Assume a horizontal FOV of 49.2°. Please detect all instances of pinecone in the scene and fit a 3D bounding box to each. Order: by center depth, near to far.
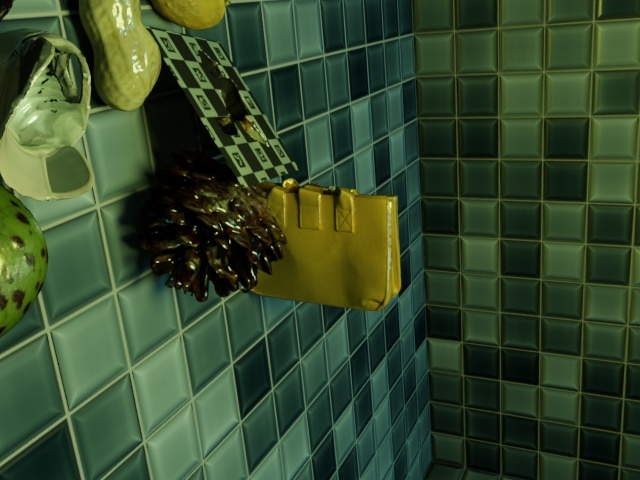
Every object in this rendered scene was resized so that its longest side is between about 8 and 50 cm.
[{"bbox_3d":[-0.215,-0.019,1.361,0.298,0.242,0.296,37,44,-11],"label":"pinecone"}]

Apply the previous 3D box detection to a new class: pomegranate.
[{"bbox_3d":[-0.455,-0.011,0.862,0.242,0.242,0.305,-26,136,-61],"label":"pomegranate"}]

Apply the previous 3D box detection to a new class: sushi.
[{"bbox_3d":[-0.206,-0.256,1.419,0.343,0.064,0.359,58,18,-2],"label":"sushi"}]

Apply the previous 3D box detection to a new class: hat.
[{"bbox_3d":[-0.414,-0.176,0.984,0.232,0.161,0.275,84,-4,-46],"label":"hat"}]

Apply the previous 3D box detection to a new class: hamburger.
[{"bbox_3d":[-0.249,-0.484,1.343,0.162,0.162,0.115,57,42,-51],"label":"hamburger"}]

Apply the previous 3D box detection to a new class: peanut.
[{"bbox_3d":[-0.343,-0.352,1.203,0.123,0.124,0.256,-38,128,-57],"label":"peanut"}]

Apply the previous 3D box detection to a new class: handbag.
[{"bbox_3d":[0.000,0.000,1.649,0.133,0.401,0.283,-34,125,-53],"label":"handbag"}]

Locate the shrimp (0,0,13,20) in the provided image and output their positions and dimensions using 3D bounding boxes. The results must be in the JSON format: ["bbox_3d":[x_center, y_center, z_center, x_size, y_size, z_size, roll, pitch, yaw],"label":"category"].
[{"bbox_3d":[-0.471,-0.350,0.907,0.233,0.071,0.365,112,1,-53],"label":"shrimp"}]
